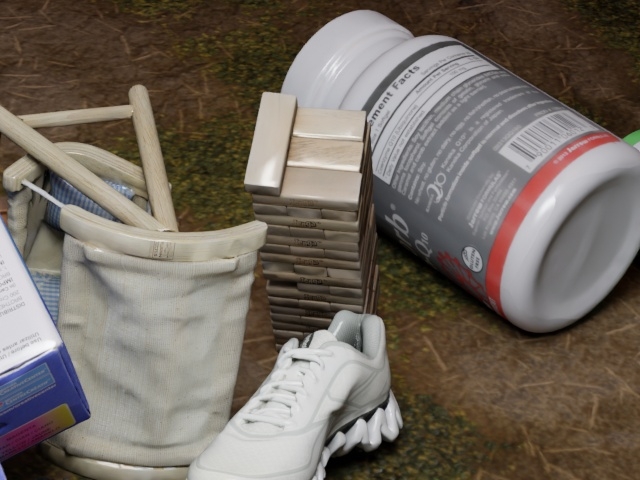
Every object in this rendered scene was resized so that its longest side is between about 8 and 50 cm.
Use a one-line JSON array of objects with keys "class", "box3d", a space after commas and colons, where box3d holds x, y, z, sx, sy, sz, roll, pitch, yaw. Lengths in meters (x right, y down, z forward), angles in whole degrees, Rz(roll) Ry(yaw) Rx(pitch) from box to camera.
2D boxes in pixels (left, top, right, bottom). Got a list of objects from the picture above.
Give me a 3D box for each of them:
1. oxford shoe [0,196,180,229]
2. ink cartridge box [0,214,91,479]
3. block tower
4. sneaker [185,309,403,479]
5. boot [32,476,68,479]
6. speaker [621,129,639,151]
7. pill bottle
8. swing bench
[{"class": "oxford shoe", "box3d": [-0.235, 0.004, 1.891, 0.212, 0.076, 0.076, -2, 65, -23]}, {"class": "ink cartridge box", "box3d": [-0.359, 0.065, 1.526, 0.270, 0.151, 0.395, -26, 62, -9]}, {"class": "block tower", "box3d": [0.000, 0.000, 1.720, 0.097, 0.335, 0.091, 5, 62, 8]}, {"class": "sneaker", "box3d": [-0.024, 0.144, 1.639, 0.110, 0.118, 0.292, 13, 22, 23]}, {"class": "boot", "box3d": [-0.220, 0.236, 1.547, 0.099, 0.045, 0.121, 34, 32, 27]}, {"class": "speaker", "box3d": [0.411, 0.004, 2.011, 0.131, 0.131, 0.296, -11, 39, -30]}, {"class": "pill bottle", "box3d": [0.140, -0.081, 1.983, 0.210, 0.210, 0.363, -21, 44, -39]}, {"class": "swing bench", "box3d": [-0.181, 0.042, 1.663, 0.165, 0.253, 0.255, -9, 38, -28]}]
